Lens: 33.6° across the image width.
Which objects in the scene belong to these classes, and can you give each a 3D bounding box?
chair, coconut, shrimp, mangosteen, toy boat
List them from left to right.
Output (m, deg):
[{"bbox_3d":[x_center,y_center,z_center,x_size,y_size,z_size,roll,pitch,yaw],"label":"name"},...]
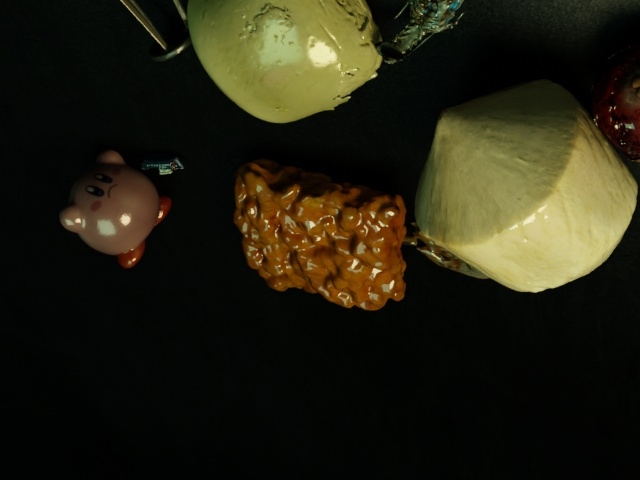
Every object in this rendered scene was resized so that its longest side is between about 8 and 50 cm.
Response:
[{"bbox_3d":[-0.257,-0.348,1.561,0.104,0.095,0.221,-12,135,30],"label":"chair"},{"bbox_3d":[-0.283,-0.135,1.905,0.083,0.038,0.038,3,141,21],"label":"toy boat"},{"bbox_3d":[0.144,-0.314,1.443,0.174,0.076,0.082,-45,77,33],"label":"shrimp"},{"bbox_3d":[0.226,0.024,1.864,0.187,0.052,0.132,26,146,-1],"label":"shrimp"},{"bbox_3d":[0.275,-0.083,1.499,0.328,0.329,0.329,13,144,9],"label":"coconut"},{"bbox_3d":[0.450,-0.181,1.411,0.166,0.166,0.180,-7,156,32],"label":"mangosteen"}]

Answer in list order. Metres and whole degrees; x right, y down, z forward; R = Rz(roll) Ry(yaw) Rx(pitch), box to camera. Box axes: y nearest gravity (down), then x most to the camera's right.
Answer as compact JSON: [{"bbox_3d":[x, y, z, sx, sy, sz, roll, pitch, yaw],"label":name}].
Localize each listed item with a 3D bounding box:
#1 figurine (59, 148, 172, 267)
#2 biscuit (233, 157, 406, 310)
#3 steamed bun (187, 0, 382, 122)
[{"bbox_3d":[-0.377,-0.061,1.937,0.173,0.173,0.173,13,144,9],"label":"figurine"},{"bbox_3d":[0.000,0.000,1.862,0.312,0.110,0.318,16,141,19],"label":"biscuit"},{"bbox_3d":[-0.053,-0.285,1.489,0.232,0.166,0.273,-12,134,38],"label":"steamed bun"}]
